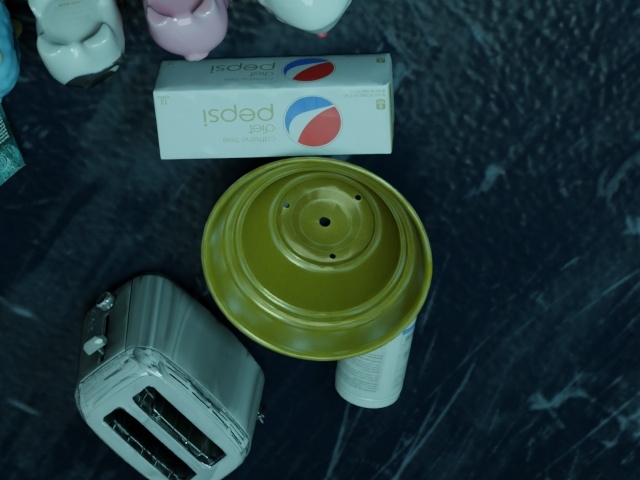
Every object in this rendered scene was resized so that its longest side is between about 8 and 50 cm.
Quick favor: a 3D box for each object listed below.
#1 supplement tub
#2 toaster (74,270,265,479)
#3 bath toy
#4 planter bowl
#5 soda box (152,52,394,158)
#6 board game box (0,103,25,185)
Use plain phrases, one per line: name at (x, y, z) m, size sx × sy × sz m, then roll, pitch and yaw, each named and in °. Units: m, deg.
supplement tub at (0.055, 0.105, 1.707) m, size 0.071 × 0.071 × 0.107 m, roll 9°, pitch 122°, yaw -2°
toaster at (-0.146, 0.152, 1.703) m, size 0.129 × 0.146 × 0.227 m, roll -34°, pitch 115°, yaw 22°
bath toy at (-0.134, -0.207, 1.493) m, size 0.348 × 0.151 × 0.129 m, roll -9°, pitch 159°, yaw 6°
planter bowl at (0.000, 0.000, 1.629) m, size 0.217 × 0.090 × 0.217 m, roll 3°, pitch 118°, yaw 5°
soda box at (-0.041, -0.123, 1.571) m, size 0.216 × 0.069 × 0.074 m, roll -2°, pitch 122°, yaw 4°
board game box at (-0.352, -0.073, 1.557) m, size 0.026 × 0.186 × 0.126 m, roll 5°, pitch 126°, yaw 32°
